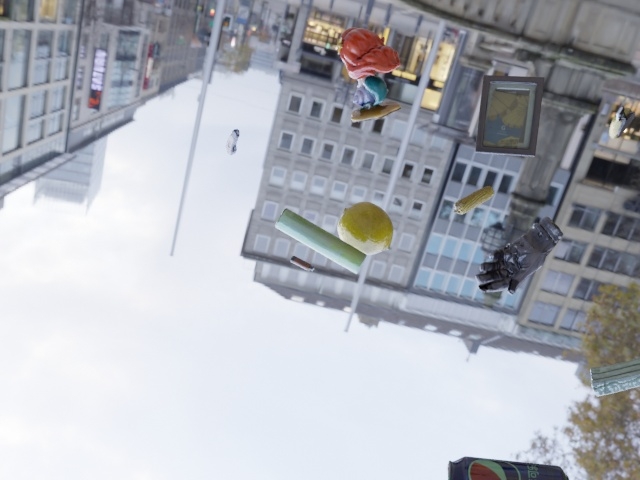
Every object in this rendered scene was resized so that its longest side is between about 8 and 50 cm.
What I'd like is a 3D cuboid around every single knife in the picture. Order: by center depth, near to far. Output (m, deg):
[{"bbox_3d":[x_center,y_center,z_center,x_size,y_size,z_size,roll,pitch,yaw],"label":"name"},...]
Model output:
[{"bbox_3d":[-0.230,-0.261,1.567,0.018,0.121,0.031,-33,-95,-23],"label":"knife"}]

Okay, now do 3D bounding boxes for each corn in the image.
[{"bbox_3d":[0.275,-0.073,1.071,0.083,0.028,0.027,-30,-137,-5],"label":"corn"}]

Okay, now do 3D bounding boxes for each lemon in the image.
[{"bbox_3d":[0.154,-0.036,2.001,0.203,0.178,0.178,42,-157,6],"label":"lemon"}]

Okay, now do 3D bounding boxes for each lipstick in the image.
[{"bbox_3d":[0.000,0.000,1.861,0.304,0.076,0.076,30,-160,8],"label":"lipstick"}]

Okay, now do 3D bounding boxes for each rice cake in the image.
[{"bbox_3d":[0.766,0.316,1.435,0.211,0.038,0.124,-21,-178,24],"label":"rice cake"}]

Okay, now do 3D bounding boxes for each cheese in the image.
[{"bbox_3d":[0.805,-0.326,1.591,0.036,0.086,0.162,38,-168,24],"label":"cheese"}]

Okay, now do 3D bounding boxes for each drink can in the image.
[{"bbox_3d":[0.322,0.442,1.028,0.205,0.118,0.118,0,-165,14],"label":"drink can"}]

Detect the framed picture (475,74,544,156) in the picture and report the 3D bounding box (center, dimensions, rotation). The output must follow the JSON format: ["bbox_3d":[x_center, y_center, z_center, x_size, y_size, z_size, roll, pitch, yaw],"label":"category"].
[{"bbox_3d":[0.411,-0.272,1.294,0.128,0.168,0.023,6,-174,15],"label":"framed picture"}]

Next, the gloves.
[{"bbox_3d":[0.555,0.052,1.643,0.142,0.285,0.119,57,-179,44],"label":"gloves"}]

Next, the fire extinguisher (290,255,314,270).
[{"bbox_3d":[-0.051,0.070,1.763,0.083,0.028,0.022,27,-120,27],"label":"fire extinguisher"}]

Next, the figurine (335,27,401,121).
[{"bbox_3d":[0.150,-0.501,1.763,0.181,0.257,0.208,-11,-154,11],"label":"figurine"}]
